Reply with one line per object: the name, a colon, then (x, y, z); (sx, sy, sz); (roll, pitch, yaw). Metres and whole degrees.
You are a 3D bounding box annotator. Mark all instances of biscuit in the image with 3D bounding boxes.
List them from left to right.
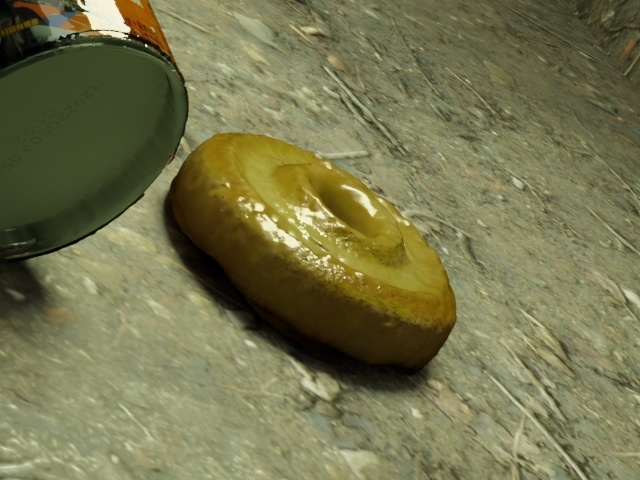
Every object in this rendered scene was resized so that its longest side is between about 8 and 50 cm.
biscuit: (0.000, 0.000, 1.644); (0.296, 0.102, 0.296); (31, 17, -11)

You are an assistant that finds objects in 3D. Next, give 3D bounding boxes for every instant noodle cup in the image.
instant noodle cup: (-0.239, -0.135, 1.327); (0.296, 0.296, 0.214); (10, 38, -49)
